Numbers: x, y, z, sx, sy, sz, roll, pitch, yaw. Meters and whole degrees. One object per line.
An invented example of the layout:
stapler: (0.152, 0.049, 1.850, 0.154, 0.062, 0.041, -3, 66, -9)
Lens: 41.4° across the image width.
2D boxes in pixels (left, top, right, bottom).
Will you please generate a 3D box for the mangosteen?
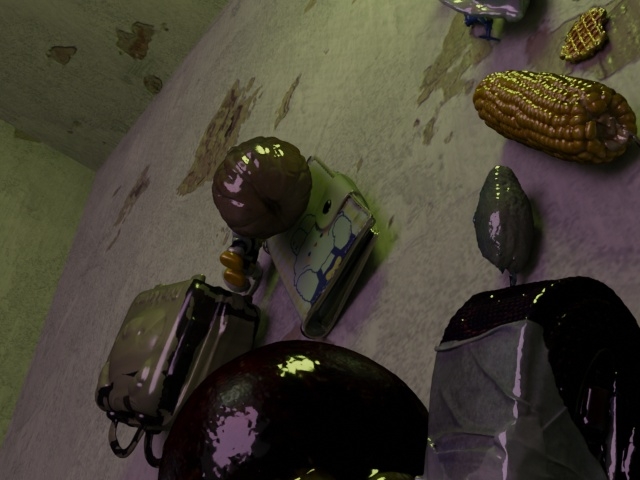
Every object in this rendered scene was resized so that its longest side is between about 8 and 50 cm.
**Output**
mangosteen: (-0.014, 0.262, 0.851, 0.330, 0.330, 0.330, -44, 28, 31)

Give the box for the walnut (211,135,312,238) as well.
walnut: (-0.103, -0.095, 1.450, 0.178, 0.178, 0.230, -57, 22, 5)

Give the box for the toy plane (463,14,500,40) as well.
toy plane: (0.260, -0.369, 1.390, 0.167, 0.054, 0.062, -100, 21, -57)

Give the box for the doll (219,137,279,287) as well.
doll: (-0.117, -0.056, 1.636, 0.103, 0.145, 0.316, -7, 43, 32)

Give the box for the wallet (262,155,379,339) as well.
wallet: (0.000, 0.000, 1.425, 0.223, 0.077, 0.309, -57, 26, 12)

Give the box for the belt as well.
belt: (0.194, 0.171, 0.724, 0.164, 0.184, 0.289, -17, 53, 50)

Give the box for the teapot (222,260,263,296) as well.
teapot: (-0.149, 0.072, 1.662, 0.064, 0.064, 0.083, -35, 65, 30)

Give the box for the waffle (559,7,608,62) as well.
waffle: (0.354, -0.274, 1.128, 0.078, 0.016, 0.085, -18, 46, 56)

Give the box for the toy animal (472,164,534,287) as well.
toy animal: (0.214, 0.028, 1.009, 0.079, 0.070, 0.252, 83, -165, -71)

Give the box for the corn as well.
corn: (0.276, -0.160, 1.042, 0.101, 0.102, 0.310, -57, 25, 6)

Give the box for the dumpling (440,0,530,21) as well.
dumpling: (0.270, -0.397, 1.320, 0.149, 0.105, 0.216, -34, 35, 37)

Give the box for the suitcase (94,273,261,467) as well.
suitcase: (-0.286, 0.240, 1.557, 0.352, 0.194, 0.339, -15, 51, 58)
